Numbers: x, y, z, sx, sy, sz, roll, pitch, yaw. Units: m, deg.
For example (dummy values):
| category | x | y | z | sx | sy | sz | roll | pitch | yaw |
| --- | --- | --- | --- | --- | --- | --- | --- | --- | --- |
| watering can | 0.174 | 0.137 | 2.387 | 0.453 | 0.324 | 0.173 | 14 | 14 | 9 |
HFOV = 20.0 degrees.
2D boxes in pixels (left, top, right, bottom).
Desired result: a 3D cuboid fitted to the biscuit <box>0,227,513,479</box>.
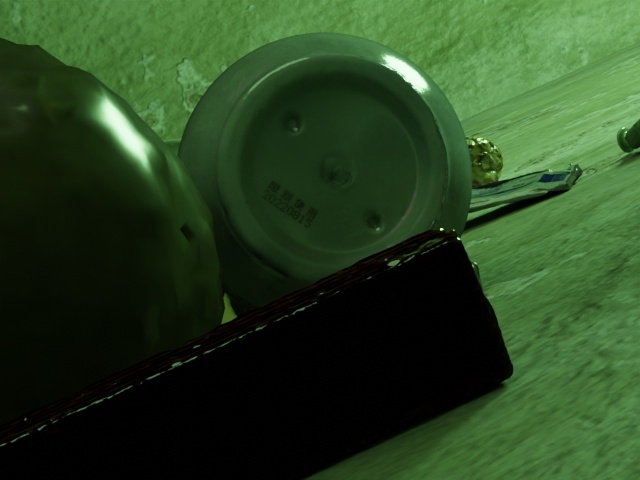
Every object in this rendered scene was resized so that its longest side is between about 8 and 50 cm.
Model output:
| category | x | y | z | sx | sy | sz | roll | pitch | yaw |
| --- | --- | --- | --- | --- | --- | --- | --- | --- | --- |
| biscuit | -0.065 | 0.117 | 1.197 | 0.388 | 0.107 | 0.073 | -24 | 8 | -6 |

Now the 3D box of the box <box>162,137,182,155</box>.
| category | x | y | z | sx | sy | sz | roll | pitch | yaw |
| --- | --- | --- | --- | --- | --- | --- | --- | --- | --- |
| box | -0.104 | -0.054 | 2.281 | 0.367 | 0.090 | 0.373 | -4 | -14 | -23 |

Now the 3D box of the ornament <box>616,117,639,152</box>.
| category | x | y | z | sx | sy | sz | roll | pitch | yaw |
| --- | --- | --- | --- | --- | --- | --- | --- | --- | --- |
| ornament | 0.376 | -0.128 | 2.061 | 0.068 | 0.041 | 0.092 | -28 | 7 | -12 |

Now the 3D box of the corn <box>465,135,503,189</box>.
| category | x | y | z | sx | sy | sz | roll | pitch | yaw |
| --- | --- | --- | --- | --- | --- | --- | --- | --- | --- |
| corn | 0.171 | -0.089 | 2.409 | 0.079 | 0.079 | 0.237 | -26 | 3 | -21 |

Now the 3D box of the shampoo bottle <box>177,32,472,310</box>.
| category | x | y | z | sx | sy | sz | roll | pitch | yaw |
| --- | --- | --- | --- | --- | --- | --- | --- | --- | --- |
| shampoo bottle | 0.001 | -0.052 | 1.698 | 0.273 | 0.273 | 0.266 | -24 | -3 | -6 |

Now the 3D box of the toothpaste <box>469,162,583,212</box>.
| category | x | y | z | sx | sy | sz | roll | pitch | yaw |
| --- | --- | --- | --- | --- | --- | --- | --- | --- | --- |
| toothpaste | 0.161 | -0.042 | 2.102 | 0.282 | 0.068 | 0.099 | -12 | 39 | 18 |

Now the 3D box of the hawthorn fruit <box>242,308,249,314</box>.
| category | x | y | z | sx | sy | sz | roll | pitch | yaw |
| --- | --- | --- | --- | --- | --- | --- | --- | --- | --- |
| hawthorn fruit | -0.019 | -0.025 | 1.995 | 0.271 | 0.242 | 0.242 | -53 | 0 | 11 |

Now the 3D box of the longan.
| category | x | y | z | sx | sy | sz | roll | pitch | yaw |
| --- | --- | --- | --- | --- | --- | --- | --- | --- | --- |
| longan | -0.299 | 0.039 | 1.433 | 0.436 | 0.404 | 0.404 | -24 | 5 | 16 |

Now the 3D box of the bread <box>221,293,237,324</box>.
| category | x | y | z | sx | sy | sz | roll | pitch | yaw |
| --- | --- | --- | --- | --- | --- | --- | --- | --- | --- |
| bread | -0.226 | 0.156 | 1.958 | 0.346 | 0.242 | 0.405 | -22 | 38 | -22 |
